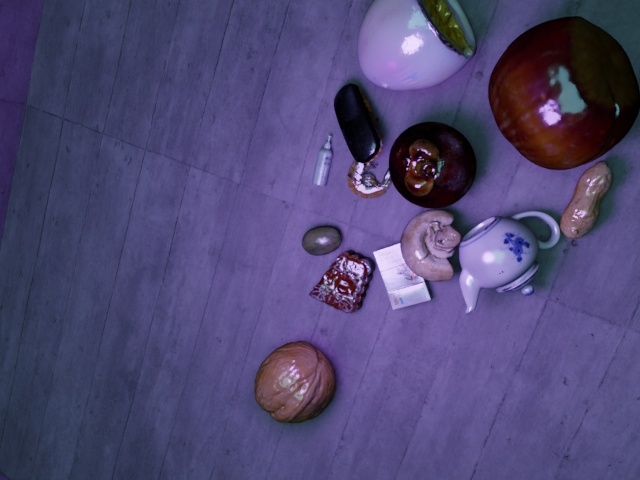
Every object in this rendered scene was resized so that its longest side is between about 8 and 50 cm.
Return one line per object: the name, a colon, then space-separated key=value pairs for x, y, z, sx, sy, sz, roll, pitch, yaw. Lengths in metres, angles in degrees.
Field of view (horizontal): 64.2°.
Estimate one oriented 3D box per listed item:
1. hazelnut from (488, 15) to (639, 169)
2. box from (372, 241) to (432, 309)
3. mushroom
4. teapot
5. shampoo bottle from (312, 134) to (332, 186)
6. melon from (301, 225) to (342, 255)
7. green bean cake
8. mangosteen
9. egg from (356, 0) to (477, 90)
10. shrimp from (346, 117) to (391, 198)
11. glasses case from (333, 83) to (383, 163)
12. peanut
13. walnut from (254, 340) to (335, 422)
hazelnut: x=0.724 y=-0.437 z=1.519 sx=0.402 sy=0.402 sz=0.429 roll=-37 pitch=87 yaw=20
box: x=0.304 y=0.126 z=1.884 sx=0.150 sy=0.067 sz=0.233 roll=-20 pitch=88 yaw=22
mushroom: x=0.371 y=0.012 z=1.745 sx=0.189 sy=0.195 sz=0.253 roll=1 pitch=76 yaw=-2
teapot: x=0.603 y=0.067 z=1.669 sx=0.424 sy=0.252 sz=0.280 roll=-40 pitch=91 yaw=-3
shampoo bottle: x=0.014 y=-0.307 z=1.956 sx=0.056 sy=0.056 sz=0.194 roll=16 pitch=102 yaw=19
melon: x=0.000 y=0.000 z=1.963 sx=0.168 sy=0.114 sz=0.114 roll=-14 pitch=91 yaw=22
green bean cake: x=0.089 y=0.151 z=1.953 sx=0.199 sy=0.097 sz=0.232 roll=26 pitch=105 yaw=17
mangosteen: x=0.363 y=-0.242 z=1.706 sx=0.297 sy=0.293 sz=0.297 roll=29 pitch=147 yaw=21
egg: x=0.280 y=-0.650 z=1.680 sx=0.340 sy=0.355 sz=0.354 roll=-28 pitch=85 yaw=41
shrimp: x=0.205 y=-0.296 z=1.890 sx=0.169 sy=0.058 sz=0.295 roll=20 pitch=105 yaw=8
glasses case: x=0.133 y=-0.423 z=1.843 sx=0.122 sy=0.082 sz=0.320 roll=-35 pitch=62 yaw=35
peanut: x=0.851 y=-0.127 z=1.626 sx=0.101 sy=0.117 sz=0.262 roll=18 pitch=101 yaw=-12
walnut: x=-0.100 y=0.554 z=1.973 sx=0.333 sy=0.333 sz=0.332 roll=2 pitch=96 yaw=21
